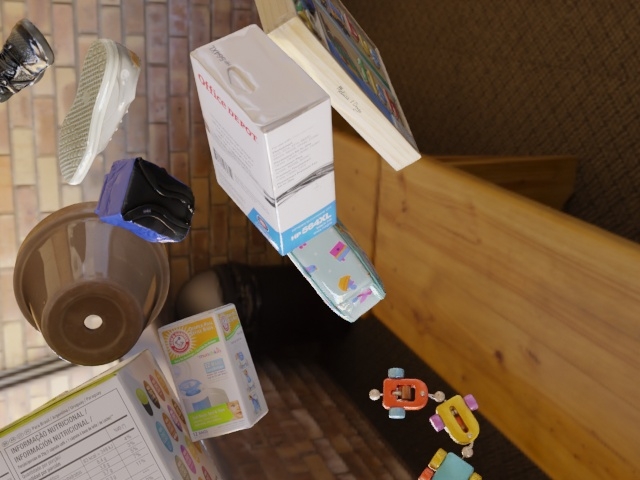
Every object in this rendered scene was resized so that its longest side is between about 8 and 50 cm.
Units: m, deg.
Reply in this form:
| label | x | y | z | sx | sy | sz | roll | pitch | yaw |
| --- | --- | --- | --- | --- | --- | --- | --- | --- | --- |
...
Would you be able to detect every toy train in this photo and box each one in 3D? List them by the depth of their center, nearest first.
| label | x | y | z | sx | sy | sz | roll | pitch | yaw |
| --- | --- | --- | --- | --- | --- | --- | --- | --- | --- |
| toy train | 0.124 | 0.233 | 0.901 | 0.046 | 0.125 | 0.166 | 72 | -166 | -69 |

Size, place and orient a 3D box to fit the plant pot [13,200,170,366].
| label | x | y | z | sx | sy | sz | roll | pitch | yaw |
| --- | --- | --- | --- | --- | --- | --- | --- | --- | --- |
| plant pot | -0.368 | 0.090 | 1.262 | 0.229 | 0.263 | 0.263 | -132 | 43 | -65 |

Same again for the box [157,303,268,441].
| label | x | y | z | sx | sy | sz | roll | pitch | yaw |
| --- | --- | --- | --- | --- | --- | --- | --- | --- | --- |
| box | -0.183 | 0.224 | 1.325 | 0.103 | 0.114 | 0.203 | -10 | -97 | -77 |

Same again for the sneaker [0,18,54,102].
| label | x | y | z | sx | sy | sz | roll | pitch | yaw |
| --- | --- | --- | --- | --- | --- | --- | --- | --- | --- |
| sneaker | -0.565 | -0.318 | 1.406 | 0.087 | 0.130 | 0.227 | 51 | 152 | -13 |

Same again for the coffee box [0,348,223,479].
| label | x | y | z | sx | sy | sz | roll | pitch | yaw |
| --- | --- | --- | --- | --- | --- | --- | --- | --- | --- |
| coffee box | -0.361 | 0.405 | 1.207 | 0.334 | 0.338 | 0.337 | 61 | 175 | 0 |

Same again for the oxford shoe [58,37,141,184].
| label | x | y | z | sx | sy | sz | roll | pitch | yaw |
| --- | --- | --- | --- | --- | --- | --- | --- | --- | --- |
| oxford shoe | -0.587 | -0.328 | 2.048 | 0.169 | 0.130 | 0.449 | 50 | 125 | 28 |

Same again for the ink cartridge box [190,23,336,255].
| label | x | y | z | sx | sy | sz | roll | pitch | yaw |
| --- | --- | --- | --- | --- | --- | --- | --- | --- | --- |
| ink cartridge box | -0.057 | -0.106 | 0.842 | 0.148 | 0.086 | 0.203 | 48 | 158 | 30 |

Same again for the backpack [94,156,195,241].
| label | x | y | z | sx | sy | sz | roll | pitch | yaw |
| --- | --- | --- | --- | --- | --- | --- | --- | --- | --- |
| backpack | -0.240 | -0.053 | 1.066 | 0.101 | 0.120 | 0.098 | 1 | 72 | 45 |

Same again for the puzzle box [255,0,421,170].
| label | x | y | z | sx | sy | sz | roll | pitch | yaw |
| --- | --- | --- | --- | --- | --- | --- | --- | --- | --- |
| puzzle box | 0.018 | -0.307 | 1.195 | 0.052 | 0.409 | 0.272 | -28 | 57 | 18 |

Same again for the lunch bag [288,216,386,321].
| label | x | y | z | sx | sy | sz | roll | pitch | yaw |
| --- | --- | --- | --- | --- | --- | --- | --- | --- | --- |
| lunch bag | 0.000 | 0.000 | 1.438 | 0.279 | 0.108 | 0.224 | 53 | -175 | -21 |
